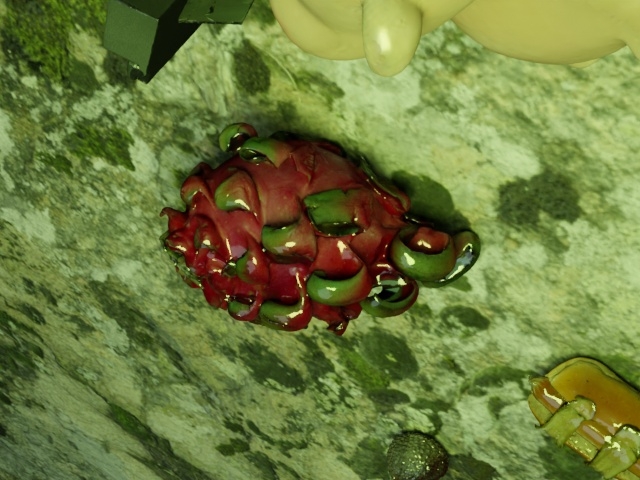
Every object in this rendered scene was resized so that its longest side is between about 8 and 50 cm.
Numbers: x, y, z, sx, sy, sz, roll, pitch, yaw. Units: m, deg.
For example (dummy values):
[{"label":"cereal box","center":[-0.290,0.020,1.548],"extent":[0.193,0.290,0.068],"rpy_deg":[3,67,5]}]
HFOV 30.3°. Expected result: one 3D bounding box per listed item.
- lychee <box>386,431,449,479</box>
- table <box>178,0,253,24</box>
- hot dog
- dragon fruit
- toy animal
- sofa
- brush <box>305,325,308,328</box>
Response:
[{"label":"lychee","center":[0.116,0.264,1.410],"extent":[0.083,0.067,0.068],"rpy_deg":[47,114,33]},{"label":"table","center":[-0.074,-0.273,0.893],"extent":[0.062,0.175,0.146],"rpy_deg":[4,136,15]},{"label":"hot dog","center":[0.320,0.209,1.175],"extent":[0.269,0.072,0.109],"rpy_deg":[35,147,5]},{"label":"dragon fruit","center":[-0.008,0.006,1.111],"extent":[0.272,0.198,0.218],"rpy_deg":[32,170,10]},{"label":"toy animal","center":[0.046,-0.209,0.784],"extent":[0.277,0.247,0.345],"rpy_deg":[-10,124,48]},{"label":"sofa","center":[-0.133,-0.213,1.017],"extent":[0.060,0.147,0.085],"rpy_deg":[29,143,5]},{"label":"brush","center":[-0.043,0.032,1.329],"extent":[0.063,0.016,0.193],"rpy_deg":[13,138,30]}]
